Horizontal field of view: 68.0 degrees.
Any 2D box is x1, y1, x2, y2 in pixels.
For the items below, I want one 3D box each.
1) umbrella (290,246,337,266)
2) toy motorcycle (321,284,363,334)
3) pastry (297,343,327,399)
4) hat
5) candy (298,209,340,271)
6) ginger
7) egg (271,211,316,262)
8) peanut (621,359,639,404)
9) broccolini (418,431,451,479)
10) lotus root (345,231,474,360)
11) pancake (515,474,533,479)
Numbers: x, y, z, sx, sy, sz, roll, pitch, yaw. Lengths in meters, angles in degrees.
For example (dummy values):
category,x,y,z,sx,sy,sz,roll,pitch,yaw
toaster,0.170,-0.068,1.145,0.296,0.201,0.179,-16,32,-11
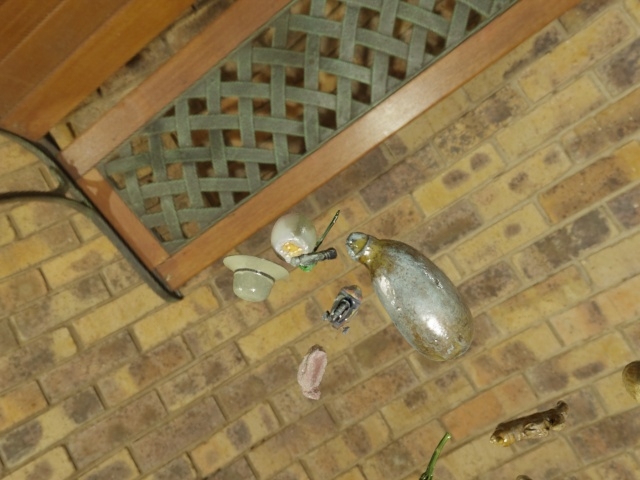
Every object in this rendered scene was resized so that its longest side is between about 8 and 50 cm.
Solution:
category,x,y,z,sx,sy,sz,roll,pitch,yaw
umbrella,-0.020,0.060,1.584,0.188,0.046,0.050,-12,126,-42
toy motorcycle,0.093,0.249,1.756,0.173,0.108,0.307,-55,169,-10
pastry,-0.038,0.569,2.089,0.102,0.112,0.265,-4,115,-32
hat,-0.255,0.159,1.781,0.257,0.130,0.257,10,157,4
candy,0.001,0.000,2.099,0.324,0.097,0.097,-56,165,17
ginger,0.729,0.640,1.630,0.332,0.080,0.166,-14,179,-3
egg,-0.106,-0.022,1.892,0.183,0.183,0.217,-34,-151,20
peanut,0.940,0.418,1.354,0.159,0.140,0.109,-39,140,-49
broccolini,0.371,0.743,1.563,0.239,0.054,0.051,-55,143,-18
lotus root,0.184,0.094,0.948,0.140,0.322,0.158,-37,-178,9
pancake,0.797,0.967,1.667,0.049,0.295,0.294,-24,172,-5
